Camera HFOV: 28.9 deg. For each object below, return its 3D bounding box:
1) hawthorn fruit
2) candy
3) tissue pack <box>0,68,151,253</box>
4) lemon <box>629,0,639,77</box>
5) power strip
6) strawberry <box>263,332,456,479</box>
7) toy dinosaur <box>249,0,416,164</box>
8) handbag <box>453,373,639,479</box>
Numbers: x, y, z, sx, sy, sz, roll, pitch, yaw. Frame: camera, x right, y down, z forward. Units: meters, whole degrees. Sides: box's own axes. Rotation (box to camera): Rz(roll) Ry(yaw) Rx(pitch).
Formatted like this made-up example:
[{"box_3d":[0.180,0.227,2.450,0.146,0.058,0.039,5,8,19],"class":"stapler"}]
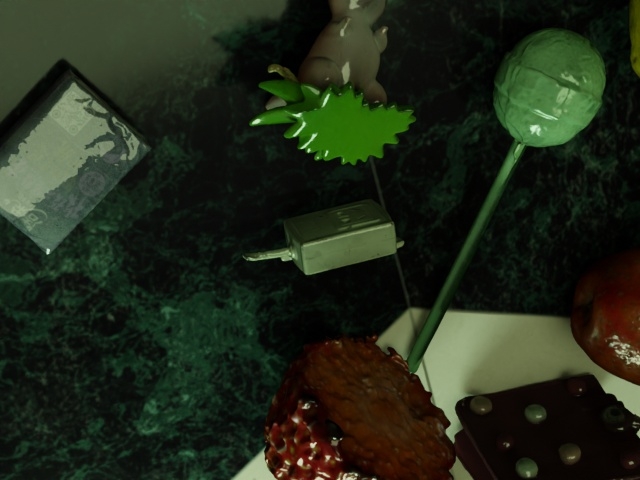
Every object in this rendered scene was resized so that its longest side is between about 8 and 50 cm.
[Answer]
[{"box_3d":[0.390,0.088,1.468,0.189,0.189,0.189,-7,113,-16],"class":"hawthorn fruit"},{"box_3d":[0.186,-0.032,1.392,0.119,0.119,0.440,15,113,-23],"class":"candy"},{"box_3d":[-0.263,-0.078,1.241,0.156,0.051,0.112,-45,115,4],"class":"tissue pack"},{"box_3d":[0.450,-0.261,1.300,0.245,0.245,0.320,1,118,-19],"class":"lemon"},{"box_3d":[0.000,0.000,1.347,0.175,0.075,0.042,-14,117,-14],"class":"power strip"},{"box_3d":[0.026,0.235,1.392,0.234,0.234,0.178,25,122,-26],"class":"strawberry"},{"box_3d":[0.004,-0.182,1.248,0.152,0.177,0.194,10,137,-27],"class":"toy dinosaur"},{"box_3d":[0.282,0.245,1.472,0.216,0.203,0.074,-11,120,-12],"class":"handbag"}]
